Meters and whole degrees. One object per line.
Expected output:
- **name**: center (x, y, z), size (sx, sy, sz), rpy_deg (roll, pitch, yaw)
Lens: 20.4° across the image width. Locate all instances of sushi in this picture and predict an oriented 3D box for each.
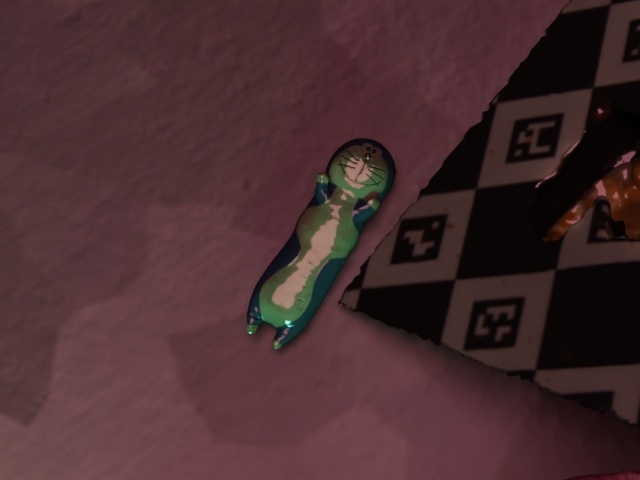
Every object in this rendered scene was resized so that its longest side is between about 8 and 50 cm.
- **sushi**: center (0.198, -0.024, 0.888), size (0.294, 0.059, 0.292), rpy_deg (25, 74, 46)

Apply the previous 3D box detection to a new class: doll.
- **doll**: center (0.000, 0.000, 0.948), size (0.037, 0.027, 0.125), rpy_deg (30, 80, 2)

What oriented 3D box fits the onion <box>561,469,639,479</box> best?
- **onion**: center (0.153, 0.210, 0.782), size (0.200, 0.200, 0.207), rpy_deg (7, 67, 5)
